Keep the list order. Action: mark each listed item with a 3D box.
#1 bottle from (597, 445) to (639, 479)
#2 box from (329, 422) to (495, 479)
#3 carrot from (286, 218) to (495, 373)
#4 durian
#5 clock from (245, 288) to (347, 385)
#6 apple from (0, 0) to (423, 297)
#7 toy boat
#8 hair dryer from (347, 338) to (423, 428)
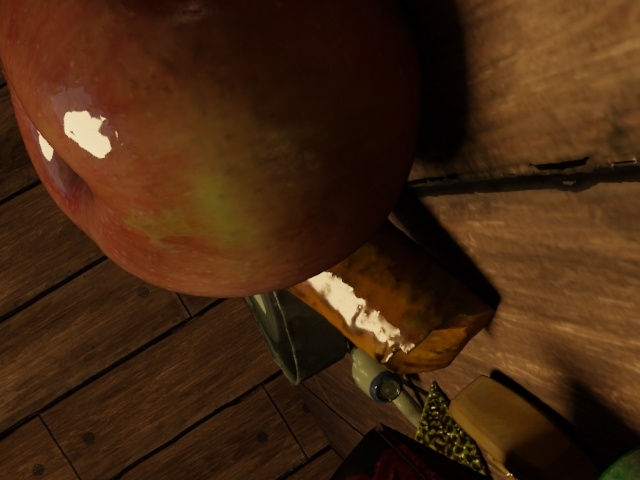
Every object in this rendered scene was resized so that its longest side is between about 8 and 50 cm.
[{"bbox_3d":[0.258,0.228,0.430,0.330,0.093,0.093,46,164,49],"label":"bottle"},{"bbox_3d":[0.189,0.304,0.586,0.264,0.116,0.415,34,-177,-45],"label":"box"},{"bbox_3d":[0.000,0.000,0.787,0.302,0.114,0.114,41,163,22],"label":"carrot"},{"bbox_3d":[0.157,0.264,1.114,0.100,0.086,0.215,-83,-18,-46],"label":"durian"},{"bbox_3d":[-0.075,0.005,1.237,0.386,0.076,0.386,157,90,-78],"label":"clock"},{"bbox_3d":[-0.074,-0.096,0.609,0.306,0.235,0.306,46,157,26],"label":"apple"},{"bbox_3d":[0.175,0.176,0.772,0.077,0.057,0.200,58,170,-25],"label":"toy boat"},{"bbox_3d":[0.097,0.187,1.230,0.199,0.067,0.167,48,-173,-38],"label":"hair dryer"}]
